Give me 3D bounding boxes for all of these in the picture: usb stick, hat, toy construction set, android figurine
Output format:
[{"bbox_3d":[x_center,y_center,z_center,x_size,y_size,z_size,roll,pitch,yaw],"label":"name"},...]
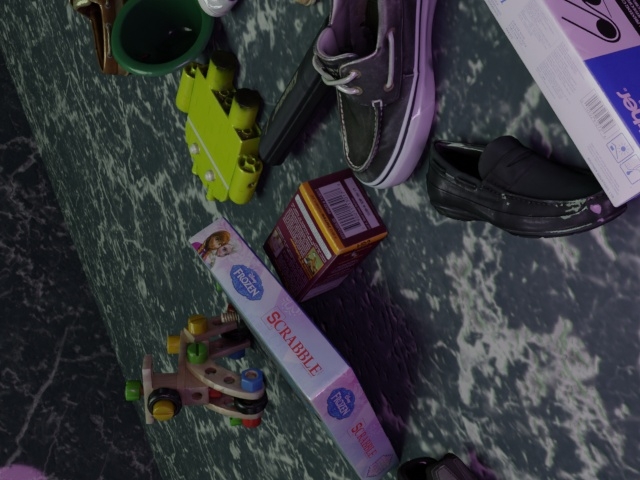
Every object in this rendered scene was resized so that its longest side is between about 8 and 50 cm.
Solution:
[{"bbox_3d":[-0.024,-0.185,0.917,0.278,0.045,0.077,135,139,-60],"label":"usb stick"},{"bbox_3d":[-0.236,-0.313,1.198,0.184,0.172,0.209,67,-158,-65],"label":"hat"},{"bbox_3d":[-0.233,0.250,1.312,0.309,0.237,0.258,100,160,-55],"label":"toy construction set"},{"bbox_3d":[-0.169,-0.174,1.184,0.248,0.056,0.273,59,148,20],"label":"android figurine"}]

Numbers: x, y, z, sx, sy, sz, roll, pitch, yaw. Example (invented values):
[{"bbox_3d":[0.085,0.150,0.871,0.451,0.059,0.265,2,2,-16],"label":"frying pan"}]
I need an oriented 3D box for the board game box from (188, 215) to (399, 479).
[{"bbox_3d":[-0.033,0.162,1.009,0.319,0.065,0.318,47,168,37],"label":"board game box"}]

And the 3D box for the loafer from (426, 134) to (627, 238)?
[{"bbox_3d":[0.170,-0.054,0.638,0.223,0.076,0.078,19,131,60],"label":"loafer"}]

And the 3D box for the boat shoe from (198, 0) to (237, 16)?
[{"bbox_3d":[-0.168,-0.420,1.025,0.063,0.066,0.184,-9,98,50],"label":"boat shoe"}]

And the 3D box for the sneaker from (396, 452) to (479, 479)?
[{"bbox_3d":[0.136,0.359,0.924,0.135,0.097,0.276,58,147,22],"label":"sneaker"}]

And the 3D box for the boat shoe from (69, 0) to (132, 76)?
[{"bbox_3d":[-0.417,-0.473,1.365,0.122,0.119,0.324,-15,94,61],"label":"boat shoe"}]

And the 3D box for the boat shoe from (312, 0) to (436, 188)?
[{"bbox_3d":[0.044,-0.199,0.724,0.121,0.119,0.335,40,139,43],"label":"boat shoe"}]

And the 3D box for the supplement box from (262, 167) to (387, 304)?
[{"bbox_3d":[0.000,0.000,0.962,0.104,0.080,0.188,62,150,15],"label":"supplement box"}]

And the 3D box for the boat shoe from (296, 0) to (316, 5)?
[{"bbox_3d":[-0.064,-0.346,0.888,0.170,0.059,0.063,52,146,31],"label":"boat shoe"}]

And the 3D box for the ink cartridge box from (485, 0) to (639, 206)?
[{"bbox_3d":[0.202,-0.133,0.513,0.207,0.097,0.046,63,151,13],"label":"ink cartridge box"}]
